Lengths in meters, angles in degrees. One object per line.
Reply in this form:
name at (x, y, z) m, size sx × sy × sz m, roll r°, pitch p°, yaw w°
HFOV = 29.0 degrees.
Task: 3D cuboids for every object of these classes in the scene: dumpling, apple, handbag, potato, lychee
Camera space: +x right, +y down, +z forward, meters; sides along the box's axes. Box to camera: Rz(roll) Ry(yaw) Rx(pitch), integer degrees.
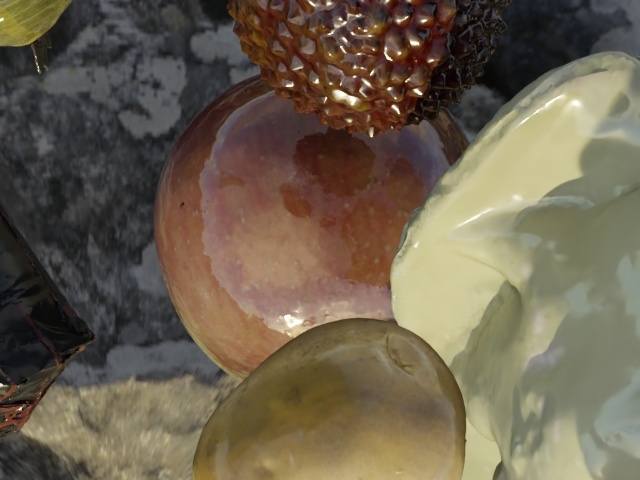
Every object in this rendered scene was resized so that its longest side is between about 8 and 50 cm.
dumpling at (0.193, 0.101, 0.666) m, size 0.395 × 0.315 × 0.233 m, roll 48°, pitch 47°, yaw -4°
apple at (0.000, 0.000, 1.032) m, size 0.305 × 0.306 × 0.235 m, roll -12°, pitch 68°, yaw -12°
handbag at (-0.298, 0.084, 1.050) m, size 0.169 × 0.215 × 0.155 m, roll 49°, pitch 47°, yaw 5°
potato at (0.002, 0.062, 0.369) m, size 0.083 × 0.062 × 0.068 m, roll -21°, pitch 52°, yaw -8°
lychee at (0.028, -0.148, 0.734) m, size 0.188 × 0.188 × 0.188 m, roll 2°, pitch 75°, yaw -9°

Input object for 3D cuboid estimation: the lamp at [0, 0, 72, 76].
lamp at (-0.368, -0.317, 1.399) m, size 0.250 × 0.250 × 0.284 m, roll -35°, pitch 119°, yaw -16°
